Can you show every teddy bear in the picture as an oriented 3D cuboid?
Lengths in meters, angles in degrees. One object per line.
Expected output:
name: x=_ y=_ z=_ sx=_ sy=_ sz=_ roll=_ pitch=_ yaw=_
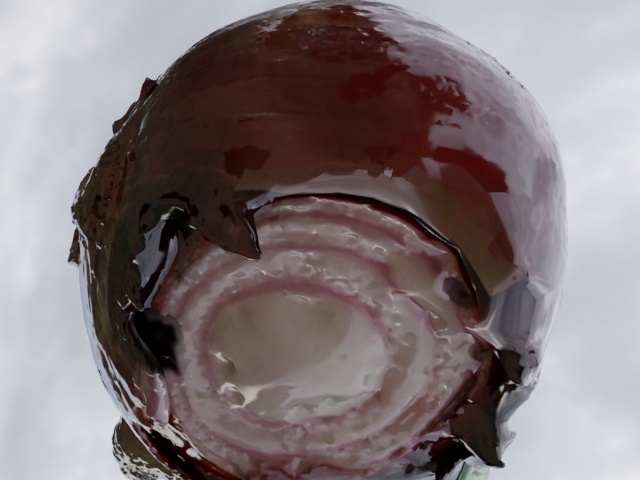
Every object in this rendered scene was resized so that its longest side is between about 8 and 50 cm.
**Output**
teddy bear: x=-0.132 y=0.179 z=1.308 sx=0.177 sy=0.140 sz=0.190 roll=13 pitch=-124 yaw=38

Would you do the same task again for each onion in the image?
onion: x=-0.008 y=0.001 z=0.793 sx=0.341 sy=0.341 sz=0.341 roll=-26 pitch=-126 yaw=42

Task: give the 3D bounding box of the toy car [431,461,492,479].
toy car: x=0.049 y=0.161 z=1.133 sx=0.176 sy=0.359 sz=0.213 roll=-1 pitch=-117 yaw=52
